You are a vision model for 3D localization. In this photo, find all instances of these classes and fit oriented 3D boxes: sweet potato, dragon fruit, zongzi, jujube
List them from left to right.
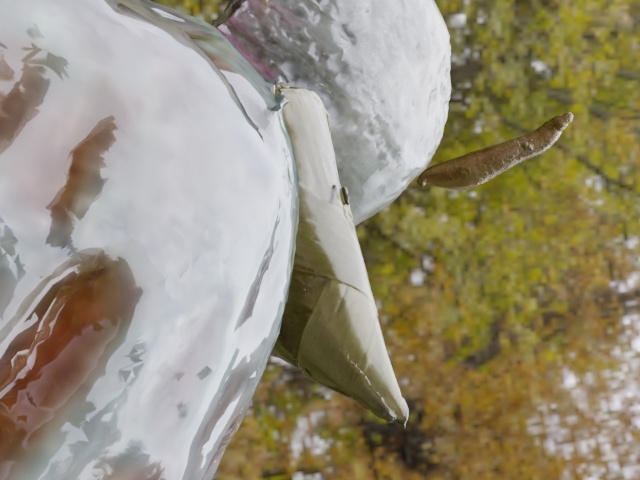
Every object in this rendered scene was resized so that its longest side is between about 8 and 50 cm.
[{"bbox_3d":[-0.158,0.036,0.417,0.308,0.215,0.246,-54,-146,9],"label":"jujube"},{"bbox_3d":[-0.003,-0.117,1.150,0.221,0.283,0.204,47,-4,-16],"label":"dragon fruit"},{"bbox_3d":[0.000,0.000,0.810,0.176,0.078,0.160,26,-67,44],"label":"zongzi"},{"bbox_3d":[0.122,-0.056,0.975,0.026,0.115,0.026,-22,90,-83],"label":"sweet potato"}]
